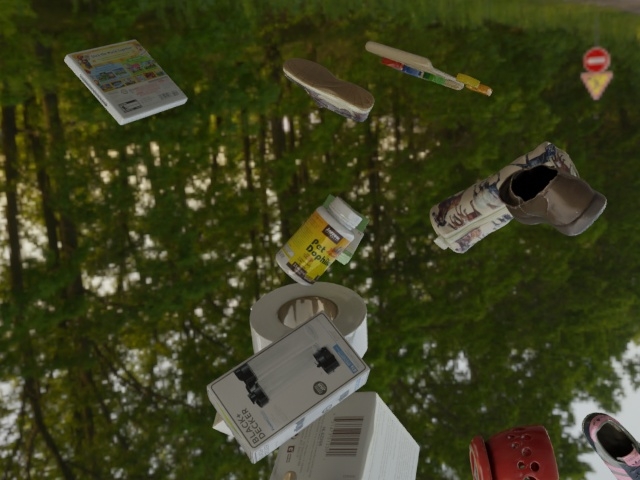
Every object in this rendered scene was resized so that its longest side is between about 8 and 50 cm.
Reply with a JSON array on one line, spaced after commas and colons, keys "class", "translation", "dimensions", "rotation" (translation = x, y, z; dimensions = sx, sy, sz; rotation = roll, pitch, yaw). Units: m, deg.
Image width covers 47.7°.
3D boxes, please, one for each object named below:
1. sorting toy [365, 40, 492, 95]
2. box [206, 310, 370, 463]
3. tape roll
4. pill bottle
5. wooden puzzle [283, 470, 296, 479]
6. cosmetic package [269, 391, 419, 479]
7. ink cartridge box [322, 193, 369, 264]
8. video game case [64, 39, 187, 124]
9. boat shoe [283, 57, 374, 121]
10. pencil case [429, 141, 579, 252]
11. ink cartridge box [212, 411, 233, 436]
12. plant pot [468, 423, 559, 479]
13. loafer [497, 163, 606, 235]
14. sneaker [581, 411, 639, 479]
[{"class": "sorting toy", "translation": [0.288, -0.443, 1.921], "dimensions": [0.307, 0.041, 0.229], "rotation": [27, -170, 32]}, {"class": "box", "translation": [-0.064, 0.293, 1.467], "dimensions": [0.290, 0.169, 0.087], "rotation": [-31, 157, -19]}, {"class": "tape roll", "translation": [-0.028, 0.212, 1.750], "dimensions": [0.286, 0.100, 0.286], "rotation": [-4, -152, 2]}, {"class": "pill bottle", "translation": [0.000, 0.000, 1.745], "dimensions": [0.117, 0.215, 0.117], "rotation": [41, -172, -7]}, {"class": "wooden puzzle", "translation": [-0.063, 0.812, 1.877], "dimensions": [0.081, 0.322, 0.348], "rotation": [0, -176, -2]}, {"class": "cosmetic package", "translation": [0.094, 0.745, 2.397], "dimensions": [0.327, 0.393, 0.329], "rotation": [-10, -136, 28]}, {"class": "ink cartridge box", "translation": [0.063, -0.052, 2.389], "dimensions": [0.171, 0.056, 0.235], "rotation": [33, -129, -2]}, {"class": "video game case", "translation": [-0.460, -0.384, 1.733], "dimensions": [0.026, 0.206, 0.227], "rotation": [-45, 174, 39]}, {"class": "boat shoe", "translation": [0.015, -0.422, 2.063], "dimensions": [0.285, 0.092, 0.103], "rotation": [27, -128, 7]}, {"class": "pencil case", "translation": [0.502, -0.112, 2.003], "dimensions": [0.410, 0.160, 0.183], "rotation": [-31, -172, 28]}, {"class": "ink cartridge box", "translation": [-0.201, 0.440, 2.011], "dimensions": [0.078, 0.231, 0.134], "rotation": [30, -135, -19]}, {"class": "plant pot", "translation": [0.439, 0.527, 1.655], "dimensions": [0.174, 0.191, 0.191], "rotation": [-9, -169, 2]}, {"class": "loafer", "translation": [0.455, -0.113, 1.499], "dimensions": [0.134, 0.130, 0.366], "rotation": [-49, -169, 0]}, {"class": "sneaker", "translation": [0.790, 0.572, 1.820], "dimensions": [0.112, 0.319, 0.131], "rotation": [-43, 163, -1]}]
